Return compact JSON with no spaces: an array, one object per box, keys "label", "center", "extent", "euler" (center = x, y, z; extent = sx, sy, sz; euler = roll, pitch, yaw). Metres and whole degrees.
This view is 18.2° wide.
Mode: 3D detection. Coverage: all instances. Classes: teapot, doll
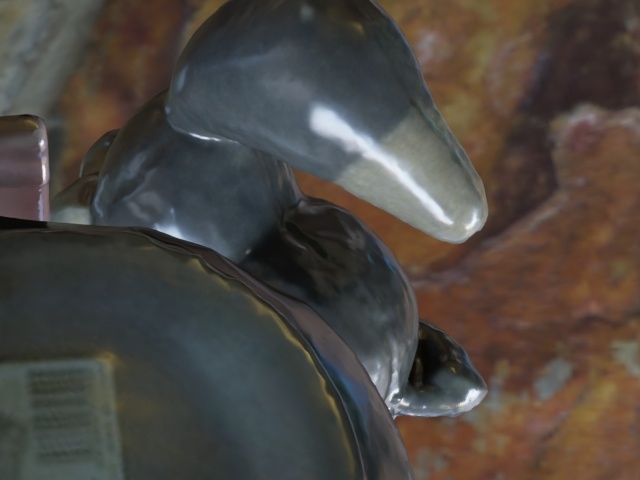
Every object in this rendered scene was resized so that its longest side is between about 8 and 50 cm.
[{"label":"teapot","center":[-0.132,0.142,0.925],"extent":[0.306,0.362,0.376],"euler":[-4,65,-12]},{"label":"doll","center":[-0.019,0.019,1.557],"extent":[0.382,0.378,0.252],"euler":[45,61,-1]}]
